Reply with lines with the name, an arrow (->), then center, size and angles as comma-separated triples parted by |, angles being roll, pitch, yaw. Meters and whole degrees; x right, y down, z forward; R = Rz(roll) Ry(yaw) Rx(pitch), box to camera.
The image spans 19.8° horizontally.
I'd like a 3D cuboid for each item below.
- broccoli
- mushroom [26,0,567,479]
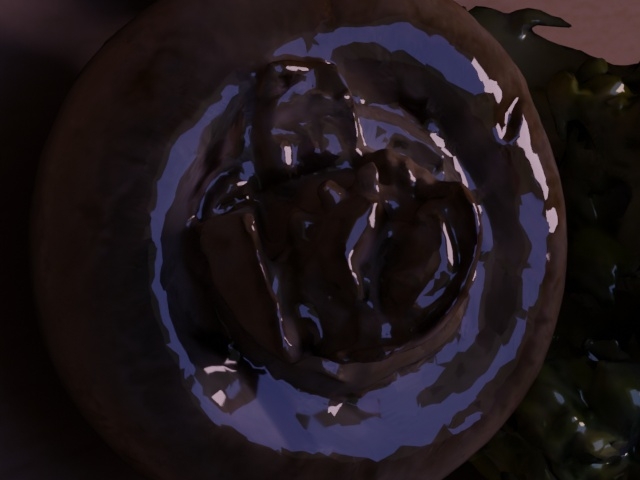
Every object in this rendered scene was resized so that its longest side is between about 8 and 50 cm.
broccoli -> 0.177, 0.009, 0.914 | 0.334, 0.272, 0.324 | 114, -26, -65
mushroom -> 0.000, 0.000, 0.717 | 0.226, 0.178, 0.226 | 2, 85, -30
